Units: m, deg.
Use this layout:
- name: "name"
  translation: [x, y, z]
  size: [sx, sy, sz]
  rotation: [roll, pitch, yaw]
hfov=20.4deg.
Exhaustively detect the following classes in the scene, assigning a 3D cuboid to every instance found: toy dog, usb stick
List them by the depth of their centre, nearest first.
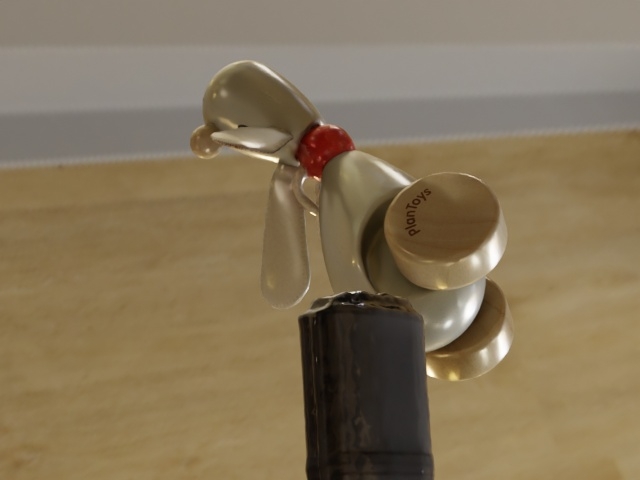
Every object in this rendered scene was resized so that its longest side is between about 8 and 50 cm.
- name: "usb stick"
  translation: [0.026, 0.159, 0.783]
  size: [0.077, 0.045, 0.278]
  rotation: [16, -112, -58]
- name: "toy dog"
  translation: [0.000, 0.000, 1.313]
  size: [0.161, 0.333, 0.220]
  rotation: [-36, -59, -18]
